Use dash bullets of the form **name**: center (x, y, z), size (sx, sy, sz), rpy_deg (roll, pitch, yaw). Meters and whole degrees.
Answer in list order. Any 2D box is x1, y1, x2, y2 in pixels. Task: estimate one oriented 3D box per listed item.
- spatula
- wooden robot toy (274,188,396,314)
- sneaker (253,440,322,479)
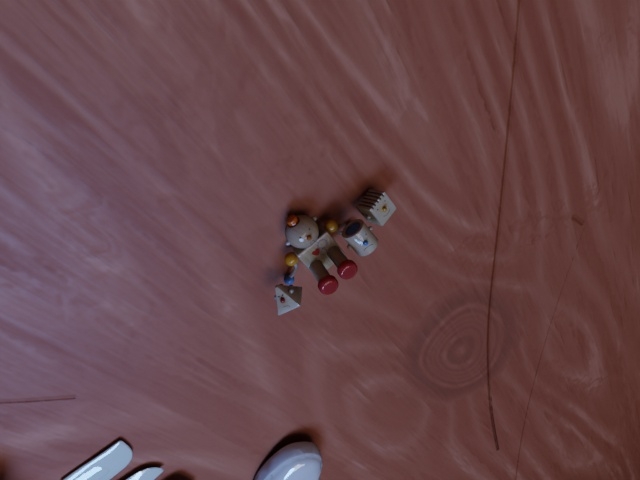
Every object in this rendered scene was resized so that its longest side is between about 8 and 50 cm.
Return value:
- **spatula**: center (-0.298, 0.358, 0.659), size (0.242, 0.019, 0.168), rpy_deg (-36, 133, -4)
- **wooden robot toy**: center (0.000, 0.000, 0.552), size (0.173, 0.076, 0.079), rpy_deg (-40, 121, 0)
- **sneaker**: center (-0.050, 0.435, 0.788), size (0.106, 0.123, 0.289), rpy_deg (4, 118, -30)
